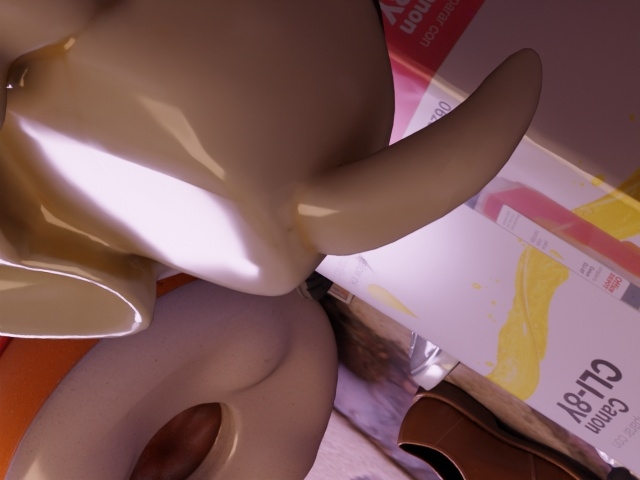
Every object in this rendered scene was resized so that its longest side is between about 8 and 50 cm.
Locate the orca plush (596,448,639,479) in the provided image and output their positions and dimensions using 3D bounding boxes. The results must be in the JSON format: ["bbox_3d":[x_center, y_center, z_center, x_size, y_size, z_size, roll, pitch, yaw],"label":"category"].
[{"bbox_3d":[0.308,0.150,1.475,0.287,0.102,0.151,19,104,7],"label":"orca plush"}]

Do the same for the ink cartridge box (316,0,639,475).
[{"bbox_3d":[0.157,-0.031,1.245,0.385,0.160,0.279,32,151,4],"label":"ink cartridge box"}]

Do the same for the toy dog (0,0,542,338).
[{"bbox_3d":[-0.071,-0.191,0.989,0.395,0.407,0.284,1,150,30],"label":"toy dog"}]

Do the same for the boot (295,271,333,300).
[{"bbox_3d":[-0.089,-0.052,1.540,0.209,0.076,0.189,7,121,29],"label":"boot"}]

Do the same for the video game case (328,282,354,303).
[{"bbox_3d":[0.000,0.000,1.602,0.087,0.011,0.122,31,150,6],"label":"video game case"}]

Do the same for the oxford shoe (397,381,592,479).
[{"bbox_3d":[0.158,0.207,1.686,0.212,0.076,0.076,31,149,3],"label":"oxford shoe"}]

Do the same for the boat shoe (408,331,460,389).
[{"bbox_3d":[0.102,0.032,1.493,0.081,0.079,0.227,40,147,9],"label":"boat shoe"}]

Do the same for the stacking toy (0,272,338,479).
[{"bbox_3d":[-0.249,0.072,1.758,0.480,0.351,0.350,39,157,33],"label":"stacking toy"}]
